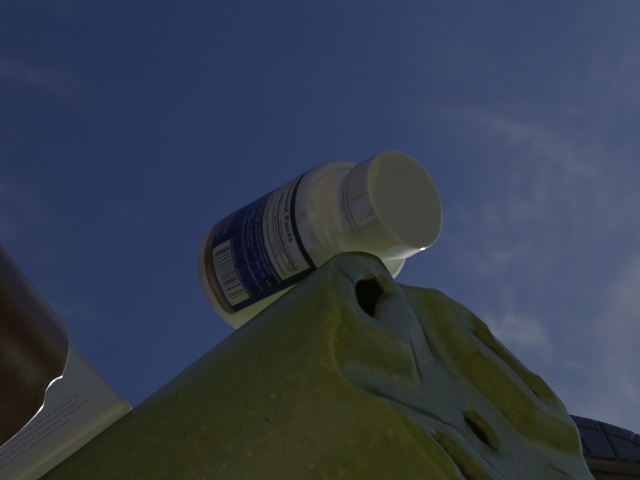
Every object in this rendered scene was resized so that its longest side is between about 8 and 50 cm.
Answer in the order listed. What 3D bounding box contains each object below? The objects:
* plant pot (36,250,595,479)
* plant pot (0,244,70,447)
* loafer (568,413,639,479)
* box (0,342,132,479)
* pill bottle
[{"bbox_3d":[-0.013,0.152,0.522,0.276,0.276,0.254,35,-71,-30],"label":"plant pot"},{"bbox_3d":[-0.249,0.042,0.760,0.165,0.167,0.167,51,-118,-33],"label":"plant pot"},{"bbox_3d":[0.187,0.220,1.227,0.303,0.109,0.095,9,-74,-6],"label":"loafer"},{"bbox_3d":[-0.286,0.180,1.153,0.168,0.345,0.215,-35,-49,-19],"label":"box"},{"bbox_3d":[0.000,0.000,0.618,0.067,0.120,0.067,21,-123,-37],"label":"pill bottle"}]
